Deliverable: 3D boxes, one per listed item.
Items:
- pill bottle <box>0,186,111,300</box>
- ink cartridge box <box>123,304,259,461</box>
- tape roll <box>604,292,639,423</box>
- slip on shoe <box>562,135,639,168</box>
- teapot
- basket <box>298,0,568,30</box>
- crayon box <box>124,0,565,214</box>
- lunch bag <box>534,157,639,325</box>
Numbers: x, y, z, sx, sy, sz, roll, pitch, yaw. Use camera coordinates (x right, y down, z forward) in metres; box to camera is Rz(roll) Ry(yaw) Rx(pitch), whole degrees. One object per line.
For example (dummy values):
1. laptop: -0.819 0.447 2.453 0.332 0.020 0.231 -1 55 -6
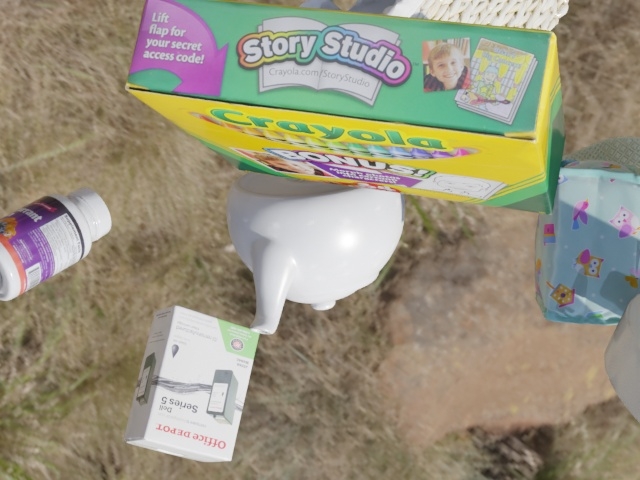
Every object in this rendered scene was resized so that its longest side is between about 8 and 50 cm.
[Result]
1. pill bottle: -0.402 -0.003 1.519 0.193 0.108 0.108 -35 134 -40
2. ink cartridge box: -0.257 0.291 2.107 0.198 0.115 0.272 21 70 -27
3. tape roll: 0.533 0.188 1.247 0.392 0.392 0.072 -4 124 -40
4. slip on shoe: 0.582 -0.135 2.161 0.101 0.331 0.123 17 70 -40
5. teapot: 0.000 0.000 1.401 0.256 0.252 0.187 -11 108 -13
6. basket: 0.178 -0.386 1.792 0.266 0.331 0.328 48 69 -29
7. crayon box: 0.045 -0.123 1.019 0.313 0.363 0.106 29 71 -73
8. lunch bag: 0.389 -0.005 1.510 0.262 0.160 0.223 -34 129 -78
